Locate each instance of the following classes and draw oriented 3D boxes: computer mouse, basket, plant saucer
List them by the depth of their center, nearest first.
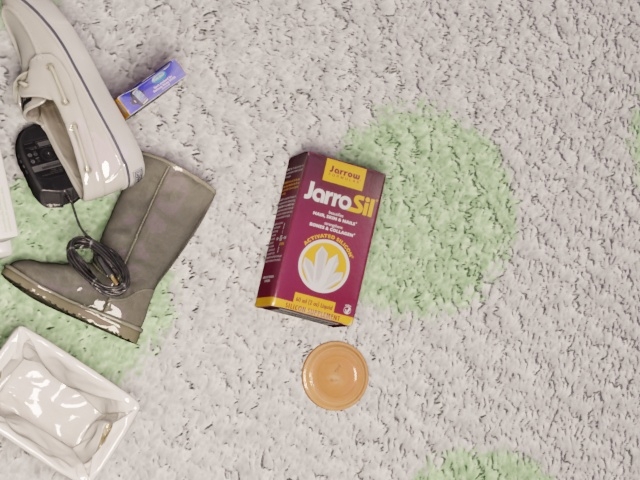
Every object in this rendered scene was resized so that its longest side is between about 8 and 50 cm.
[{"bbox_3d":[-0.304,0.183,1.908,0.167,0.103,0.113,36,77,-13],"label":"basket"},{"bbox_3d":[-0.278,-0.031,1.915,0.071,0.041,0.242,-14,61,-28],"label":"computer mouse"},{"bbox_3d":[0.019,0.163,2.056,0.083,0.013,0.083,1,86,-18],"label":"plant saucer"}]

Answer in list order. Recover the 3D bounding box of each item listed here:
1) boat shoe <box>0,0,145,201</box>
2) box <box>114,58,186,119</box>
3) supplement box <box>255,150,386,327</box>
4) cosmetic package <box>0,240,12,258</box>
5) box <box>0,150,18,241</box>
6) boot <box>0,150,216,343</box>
[{"bbox_3d":[-0.298,-0.163,1.912,0.088,0.096,0.267,-28,85,-26],"label":"boat shoe"},{"bbox_3d":[-0.200,-0.166,1.941,0.081,0.136,0.028,-37,98,-16],"label":"box"},{"bbox_3d":[0.000,0.000,2.024,0.104,0.081,0.188,15,82,-16],"label":"supplement box"},{"bbox_3d":[-0.445,-0.036,1.851,0.183,0.151,0.151,-11,91,-19],"label":"cosmetic package"},{"bbox_3d":[-0.372,-0.040,1.748,0.102,0.087,0.101,-12,91,-18],"label":"box"},{"bbox_3d":[-0.240,-0.008,1.955,0.189,0.076,0.208,26,83,-17],"label":"boot"}]
